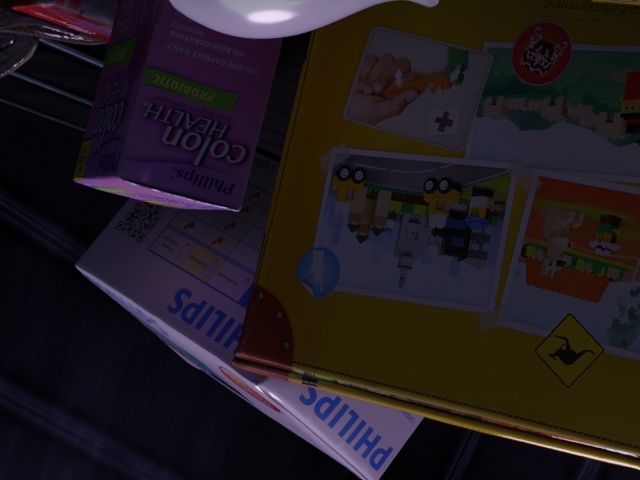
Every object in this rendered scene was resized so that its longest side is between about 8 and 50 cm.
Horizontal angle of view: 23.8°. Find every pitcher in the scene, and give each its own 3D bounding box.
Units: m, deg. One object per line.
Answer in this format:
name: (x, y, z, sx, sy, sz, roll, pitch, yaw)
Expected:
pitcher: (0.000, -0.215, 1.131, 0.207, 0.126, 0.178, 1, -171, 17)

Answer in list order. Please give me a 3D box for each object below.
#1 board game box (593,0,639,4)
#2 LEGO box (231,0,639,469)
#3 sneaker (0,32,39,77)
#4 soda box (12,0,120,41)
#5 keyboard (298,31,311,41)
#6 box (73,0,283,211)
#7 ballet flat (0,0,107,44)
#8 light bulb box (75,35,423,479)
board game box: (0.210, -0.201, 0.849, 0.242, 0.064, 0.316, 11, 176, 33)
LEGO box: (0.214, -0.022, 1.194, 0.500, 0.373, 0.193, 11, 176, 34)
sneaker: (-0.487, -0.291, 1.936, 0.410, 0.158, 0.182, 9, -154, 35)
soda box: (-0.177, -0.240, 1.569, 0.263, 0.084, 0.092, 17, 175, -38)
keyboard: (0.052, -0.220, 1.573, 0.192, 0.038, 0.100, 11, -160, 10)
box: (-0.128, -0.157, 1.409, 0.117, 0.243, 0.213, 14, 177, -19)
ballet flat: (-0.349, -0.275, 1.759, 0.249, 0.084, 0.058, 8, 178, -27)
light bulb box: (0.000, 0.000, 1.602, 0.358, 0.361, 0.225, 27, 165, 48)
